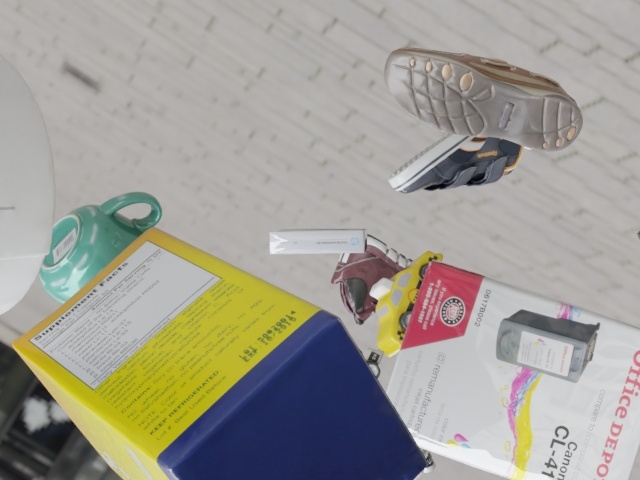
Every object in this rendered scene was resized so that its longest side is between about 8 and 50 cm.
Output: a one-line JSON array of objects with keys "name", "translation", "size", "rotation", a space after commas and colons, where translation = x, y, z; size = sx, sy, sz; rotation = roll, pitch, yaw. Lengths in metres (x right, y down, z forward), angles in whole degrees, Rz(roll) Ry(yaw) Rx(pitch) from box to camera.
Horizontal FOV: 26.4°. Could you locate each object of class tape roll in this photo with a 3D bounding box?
[{"name": "tape roll", "translation": [-0.384, -0.055, 1.327], "size": [0.286, 0.286, 0.100], "rotation": [21, -163, 37]}]

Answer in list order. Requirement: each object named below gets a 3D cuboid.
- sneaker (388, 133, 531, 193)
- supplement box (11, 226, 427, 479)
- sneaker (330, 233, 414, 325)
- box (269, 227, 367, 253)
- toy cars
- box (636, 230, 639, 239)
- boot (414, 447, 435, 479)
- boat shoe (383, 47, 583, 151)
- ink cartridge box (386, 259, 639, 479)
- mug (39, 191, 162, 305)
[{"name": "sneaker", "translation": [0.272, -0.149, 2.439], "size": [0.127, 0.321, 0.126], "rotation": [58, 156, -4]}, {"name": "supplement box", "translation": [-0.104, 0.152, 1.284], "size": [0.356, 0.194, 0.195], "rotation": [23, 149, 54]}, {"name": "sneaker", "translation": [0.141, 0.113, 2.687], "size": [0.281, 0.163, 0.106], "rotation": [29, 169, -9]}, {"name": "box", "translation": [0.000, 0.000, 2.133], "size": [0.145, 0.038, 0.186], "rotation": [-1, 180, 3]}, {"name": "toy cars", "translation": [0.083, 0.180, 2.337], "size": [0.087, 0.394, 0.176], "rotation": [27, -160, -6]}, {"name": "box", "translation": [0.627, -0.019, 2.087], "size": [0.175, 0.220, 0.051], "rotation": [42, -163, -11]}, {"name": "boot", "translation": [0.161, 0.334, 2.313], "size": [0.123, 0.095, 0.258], "rotation": [47, 142, -1]}, {"name": "boat shoe", "translation": [0.254, -0.233, 2.159], "size": [0.324, 0.123, 0.116], "rotation": [19, -147, -7]}, {"name": "ink cartridge box", "translation": [0.247, 0.175, 1.654], "size": [0.306, 0.226, 0.131], "rotation": [18, 179, 14]}, {"name": "mug", "translation": [-0.273, 0.010, 1.643], "size": [0.129, 0.158, 0.097], "rotation": [-5, 151, 47]}]
